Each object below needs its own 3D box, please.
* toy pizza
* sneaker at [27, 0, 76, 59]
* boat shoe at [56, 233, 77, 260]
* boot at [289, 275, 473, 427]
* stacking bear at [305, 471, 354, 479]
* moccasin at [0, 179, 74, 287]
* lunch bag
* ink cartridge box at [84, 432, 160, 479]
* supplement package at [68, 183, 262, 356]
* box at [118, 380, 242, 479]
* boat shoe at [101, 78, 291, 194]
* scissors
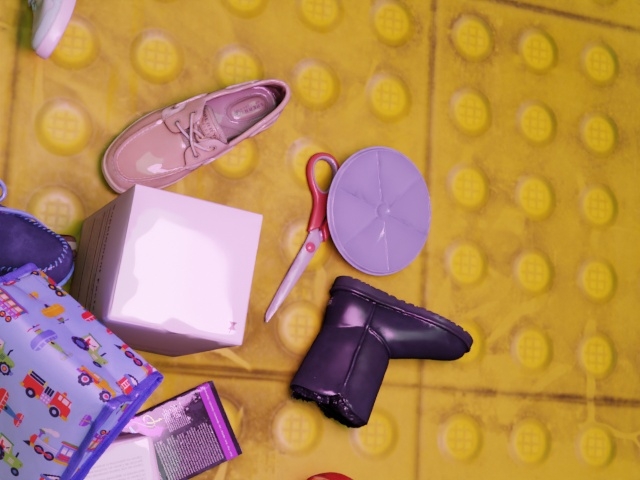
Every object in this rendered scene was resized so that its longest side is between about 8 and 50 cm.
[{"bbox_3d":[0.089,-0.046,1.876,0.201,0.032,0.201,0,90,-34],"label":"toy pizza"},{"bbox_3d":[-0.420,-0.382,1.688,0.151,0.094,0.256,13,67,-27],"label":"sneaker"},{"bbox_3d":[-0.452,0.055,1.619,0.257,0.095,0.095,-12,98,-17],"label":"boat shoe"},{"bbox_3d":[0.092,0.192,1.818,0.246,0.094,0.207,25,69,-11],"label":"boot"},{"bbox_3d":[-0.035,0.447,1.698,0.289,0.175,0.164,-47,136,-32],"label":"stacking bear"},{"bbox_3d":[-0.480,-0.020,1.515,0.342,0.117,0.138,13,42,5],"label":"moccasin"},{"bbox_3d":[-0.370,0.214,1.441,0.221,0.138,0.293,40,109,8],"label":"lunch bag"},{"bbox_3d":[-0.309,0.425,1.582,0.226,0.131,0.306,-9,88,-16],"label":"ink cartridge box"},{"bbox_3d":[-0.217,0.049,1.601,0.177,0.293,0.175,14,77,-21],"label":"supplement package"},{"bbox_3d":[-0.206,0.284,1.715,0.162,0.029,0.116,-22,90,-26],"label":"box"},{"bbox_3d":[-0.179,-0.161,1.756,0.302,0.098,0.109,-27,93,-24],"label":"boat shoe"},{"bbox_3d":[0.000,0.000,1.850,0.109,0.021,0.297,22,72,-21],"label":"scissors"}]
